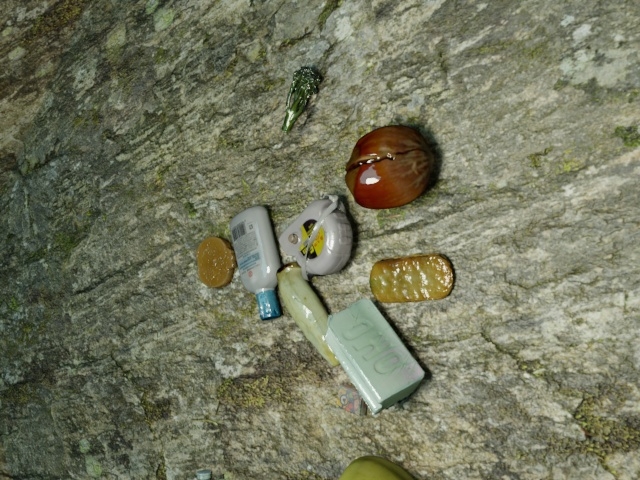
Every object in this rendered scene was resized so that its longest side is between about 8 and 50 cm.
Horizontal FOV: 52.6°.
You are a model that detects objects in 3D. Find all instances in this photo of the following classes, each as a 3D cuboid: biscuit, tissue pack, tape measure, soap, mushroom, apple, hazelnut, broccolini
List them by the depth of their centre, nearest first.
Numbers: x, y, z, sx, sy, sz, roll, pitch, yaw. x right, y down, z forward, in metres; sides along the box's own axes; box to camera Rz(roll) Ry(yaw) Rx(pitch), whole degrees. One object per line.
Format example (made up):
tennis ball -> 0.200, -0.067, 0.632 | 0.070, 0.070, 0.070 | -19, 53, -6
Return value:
apple -> 0.127, 0.650, 1.533 | 0.279, 0.279, 0.278 | -2, 88, 42
hazelnut -> 0.167, -0.181, 1.580 | 0.181, 0.181, 0.211 | -28, 59, 59
soap -> 0.128, 0.279, 1.608 | 0.261, 0.150, 0.094 | 54, 149, 27
biscuit -> 0.223, 0.095, 1.620 | 0.247, 0.029, 0.118 | -8, 90, 41
tissue pack -> 0.085, 0.425, 1.726 | 0.083, 0.035, 0.063 | 12, 96, 39
tape measure -> 0.000, 0.000, 1.757 | 0.236, 0.120, 0.197 | -46, 54, 36
mushroom -> -0.029, 0.206, 1.801 | 0.333, 0.087, 0.107 | 59, 147, 20
broccolini -> -0.064, -0.410, 1.879 | 0.091, 0.068, 0.202 | 33, 123, 7
biscuit -> -0.328, 0.069, 2.096 | 0.171, 0.050, 0.170 | -3, 85, 34

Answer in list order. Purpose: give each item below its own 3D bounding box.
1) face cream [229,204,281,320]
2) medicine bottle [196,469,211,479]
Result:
face cream -> -0.185, 0.072, 1.944 | 0.163, 0.080, 0.336 | -29, 70, 41
medicine bottle -> -0.377, 0.849, 2.111 | 0.051, 0.051, 0.190 | -6, 84, 41
